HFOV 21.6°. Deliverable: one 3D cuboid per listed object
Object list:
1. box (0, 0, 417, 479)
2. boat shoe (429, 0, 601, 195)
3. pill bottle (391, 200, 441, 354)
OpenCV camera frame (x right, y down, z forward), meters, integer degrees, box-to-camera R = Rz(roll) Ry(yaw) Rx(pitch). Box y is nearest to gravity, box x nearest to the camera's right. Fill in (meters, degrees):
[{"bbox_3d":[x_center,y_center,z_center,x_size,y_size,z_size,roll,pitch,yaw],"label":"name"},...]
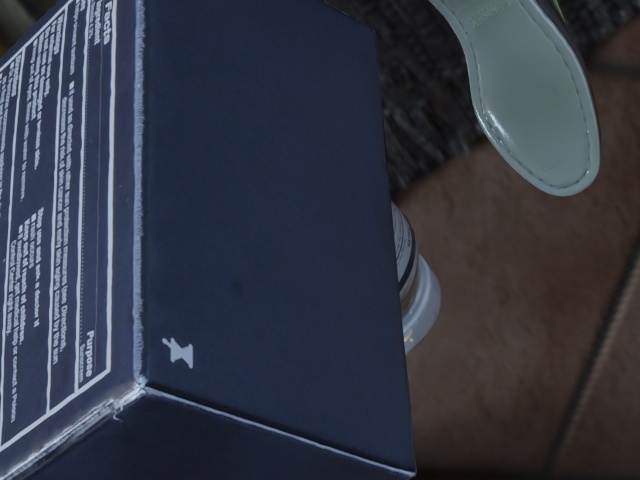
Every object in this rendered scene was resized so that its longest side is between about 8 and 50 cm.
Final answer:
[{"bbox_3d":[-0.112,0.036,0.945,0.183,0.296,0.294,21,140,-33],"label":"box"},{"bbox_3d":[0.130,-0.140,1.131,0.081,0.068,0.227,-24,100,28],"label":"boat shoe"},{"bbox_3d":[0.000,0.000,1.661,0.162,0.162,0.278,-35,133,7],"label":"pill bottle"}]
